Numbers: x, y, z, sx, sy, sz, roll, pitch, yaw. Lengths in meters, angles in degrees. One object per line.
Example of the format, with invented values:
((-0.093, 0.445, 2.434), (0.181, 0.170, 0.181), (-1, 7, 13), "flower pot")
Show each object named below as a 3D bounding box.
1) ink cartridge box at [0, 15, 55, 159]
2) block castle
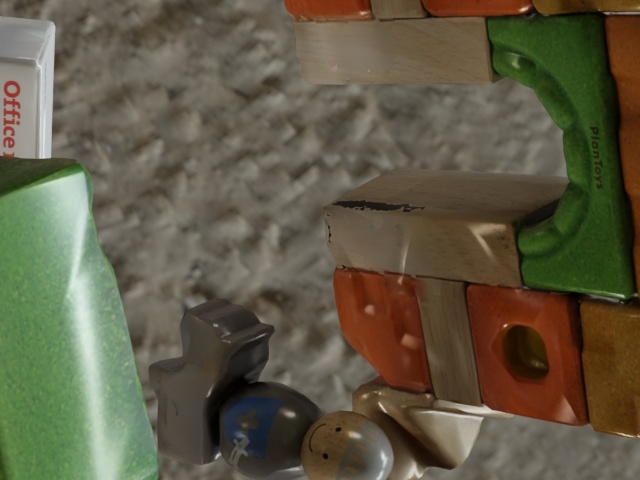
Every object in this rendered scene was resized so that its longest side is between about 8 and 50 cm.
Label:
((-0.309, -0.096, 1.373), (0.203, 0.086, 0.148), (6, 119, -2), "ink cartridge box")
((0.000, 0.000, 0.594), (0.303, 0.213, 0.453), (-24, 110, -41), "block castle")
